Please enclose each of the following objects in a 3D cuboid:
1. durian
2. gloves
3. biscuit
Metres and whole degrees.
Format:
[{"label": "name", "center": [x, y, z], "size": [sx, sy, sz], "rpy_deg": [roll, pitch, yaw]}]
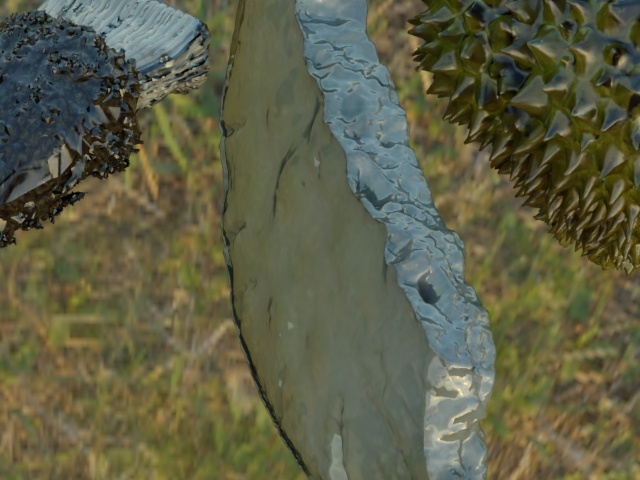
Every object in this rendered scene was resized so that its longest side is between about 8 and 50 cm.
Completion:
[{"label": "durian", "center": [0.130, -0.108, 0.815], "size": [0.237, 0.138, 0.193], "rpy_deg": [44, 72, -14]}, {"label": "gloves", "center": [-0.249, -0.115, 1.635], "size": [0.210, 0.135, 0.312], "rpy_deg": [34, 55, 9]}, {"label": "biscuit", "center": [-0.002, 0.000, 0.761], "size": [0.038, 0.141, 0.290], "rpy_deg": [4, 50, -27]}]
